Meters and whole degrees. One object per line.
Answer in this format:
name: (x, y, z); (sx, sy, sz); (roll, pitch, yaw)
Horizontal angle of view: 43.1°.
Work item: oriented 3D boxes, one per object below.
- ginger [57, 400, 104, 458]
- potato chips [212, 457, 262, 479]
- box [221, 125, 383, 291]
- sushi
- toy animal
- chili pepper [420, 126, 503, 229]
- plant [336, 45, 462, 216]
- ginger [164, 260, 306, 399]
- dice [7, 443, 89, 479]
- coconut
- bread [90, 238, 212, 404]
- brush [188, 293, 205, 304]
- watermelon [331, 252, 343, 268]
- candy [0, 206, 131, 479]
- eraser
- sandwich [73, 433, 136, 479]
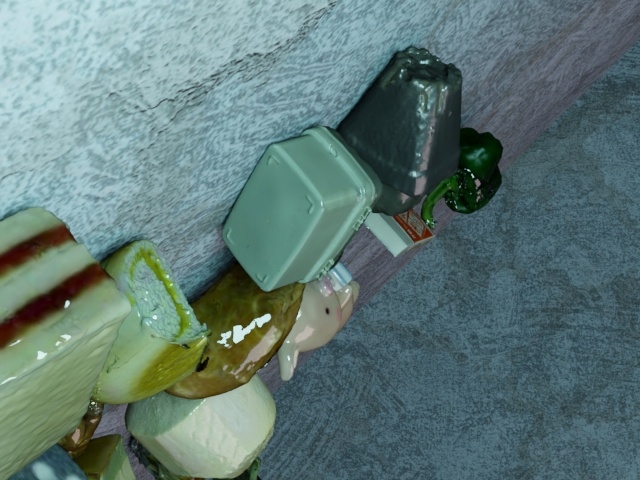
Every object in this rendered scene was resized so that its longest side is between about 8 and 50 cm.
ginger: (-0.390, 0.292, 1.229); (0.162, 0.073, 0.103); (-58, 176, 33)
potato chips: (-0.219, 0.475, 1.888); (0.070, 0.358, 0.429); (-12, -175, -21)
box: (-0.027, -0.038, 1.088); (0.129, 0.148, 0.210); (-20, 153, -46)
sushi: (-0.330, 0.480, 1.858); (0.139, 0.184, 0.274); (-41, 165, -36)
toy animal: (-0.032, 0.120, 1.502); (0.213, 0.195, 0.256); (-36, 173, 1)
chili pepper: (0.297, -0.136, 1.777); (0.261, 0.174, 0.165); (-44, 166, -39)
plant: (0.115, -0.145, 1.165); (0.142, 0.164, 0.256); (-39, 153, -41)
ginger: (-0.119, 0.125, 1.259); (0.321, 0.172, 0.165); (-44, 132, -27)
dice: (-0.430, 0.373, 1.095); (0.181, 0.183, 0.182); (-47, 171, 9)
coconut: (-0.214, 0.279, 1.404); (0.239, 0.244, 0.239); (-26, -150, 16)
bread: (-0.224, 0.098, 0.918); (0.156, 0.158, 0.260); (-25, 162, -29)
brush: (-0.193, 0.096, 1.331); (0.170, 0.014, 0.043); (-39, 164, -26)
watermelon: (0.000, 0.000, 1.403); (0.133, 0.105, 0.105); (-33, 168, -3)
candy: (-0.301, 0.120, 0.736); (0.179, 0.135, 0.320); (-35, 168, -38)
eraser: (0.139, -0.047, 1.600); (0.038, 0.157, 0.230); (-44, 169, 19)
sandwich: (-0.431, 0.434, 1.342); (0.228, 0.155, 0.198); (-14, -171, 0)
